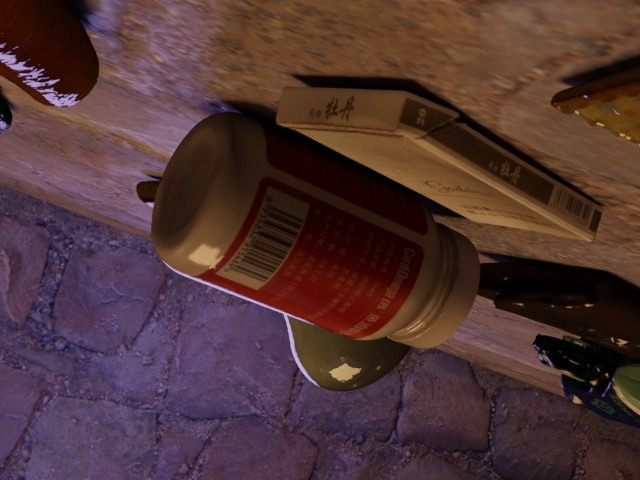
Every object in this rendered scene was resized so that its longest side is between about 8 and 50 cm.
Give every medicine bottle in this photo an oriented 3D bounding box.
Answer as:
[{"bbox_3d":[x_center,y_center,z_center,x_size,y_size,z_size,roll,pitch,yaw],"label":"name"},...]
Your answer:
[{"bbox_3d":[0.000,0.000,0.834,0.250,0.131,0.131,24,173,-30],"label":"medicine bottle"}]

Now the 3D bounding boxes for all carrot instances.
[{"bbox_3d":[-0.178,-0.129,0.593,0.067,0.067,0.225,19,175,5],"label":"carrot"}]

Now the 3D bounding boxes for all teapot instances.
[{"bbox_3d":[-0.012,0.046,1.160,0.251,0.183,0.183,35,168,-24],"label":"teapot"}]

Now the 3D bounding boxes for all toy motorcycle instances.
[{"bbox_3d":[0.416,0.191,1.287,0.331,0.125,0.196,22,176,13],"label":"toy motorcycle"}]

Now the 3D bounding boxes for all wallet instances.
[{"bbox_3d":[0.276,0.076,1.028,0.229,0.049,0.182,22,171,-32],"label":"wallet"}]

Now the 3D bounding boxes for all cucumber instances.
[{"bbox_3d":[-0.361,-0.147,1.148,0.036,0.033,0.184,46,171,-4],"label":"cucumber"}]

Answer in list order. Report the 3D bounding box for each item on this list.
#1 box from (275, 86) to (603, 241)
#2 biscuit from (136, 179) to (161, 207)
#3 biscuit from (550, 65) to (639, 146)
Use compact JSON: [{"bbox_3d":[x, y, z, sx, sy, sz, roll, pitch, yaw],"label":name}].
[{"bbox_3d":[0.078,-0.047,0.656,0.198,0.029,0.109,24,173,-40],"label":"box"},{"bbox_3d":[-0.139,-0.035,1.398,0.183,0.038,0.174,24,170,-39],"label":"biscuit"},{"bbox_3d":[0.225,-0.025,0.443,0.232,0.016,0.139,22,174,-14],"label":"biscuit"}]
